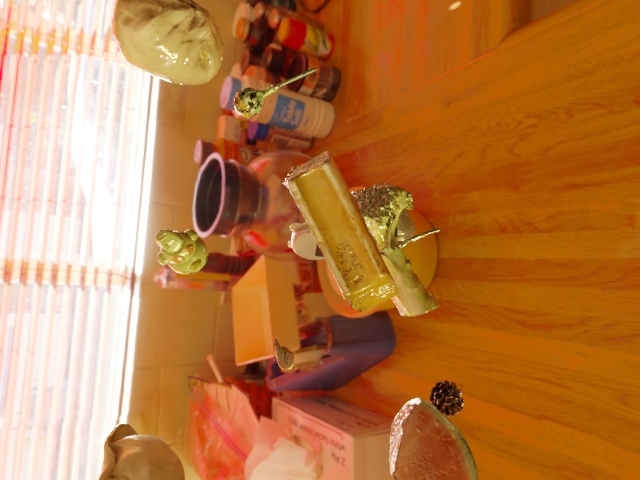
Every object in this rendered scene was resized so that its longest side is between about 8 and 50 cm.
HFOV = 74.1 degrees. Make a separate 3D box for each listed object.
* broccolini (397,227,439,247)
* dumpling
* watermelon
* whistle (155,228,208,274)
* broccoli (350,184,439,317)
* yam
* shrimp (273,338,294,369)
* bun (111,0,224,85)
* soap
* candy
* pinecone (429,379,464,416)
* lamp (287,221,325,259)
[{"bbox_3d":[0.329,0.001,1.538,0.044,0.218,0.042,70,-176,-69],"label":"broccolini"},{"bbox_3d":[-0.458,0.615,1.057,0.318,0.243,0.187,33,97,17],"label":"dumpling"},{"bbox_3d":[0.358,0.638,1.295,0.292,0.319,0.222,24,100,16],"label":"watermelon"},{"bbox_3d":[-0.417,0.037,1.291,0.294,0.141,0.141,151,122,-81],"label":"whistle"},{"bbox_3d":[0.180,0.022,1.074,0.361,0.221,0.252,45,129,16],"label":"broccoli"},{"bbox_3d":[0.277,-0.103,1.741,0.161,0.268,0.161,-29,27,17],"label":"yam"},{"bbox_3d":[-0.118,0.369,1.385,0.059,0.023,0.108,-19,82,11],"label":"shrimp"},{"bbox_3d":[-0.454,-0.644,1.297,0.326,0.362,0.234,46,123,11],"label":"bun"},{"bbox_3d":[0.038,-0.003,0.658,0.258,0.080,0.160,62,-171,-15],"label":"soap"},{"bbox_3d":[-0.146,-0.501,1.410,0.091,0.305,0.083,64,175,2],"label":"candy"},{"bbox_3d":[0.507,0.629,1.685,0.121,0.140,0.140,-158,76,-77],"label":"pinecone"},{"bbox_3d":[0.001,-0.002,1.622,0.179,0.246,0.108,103,177,-55],"label":"lamp"}]
